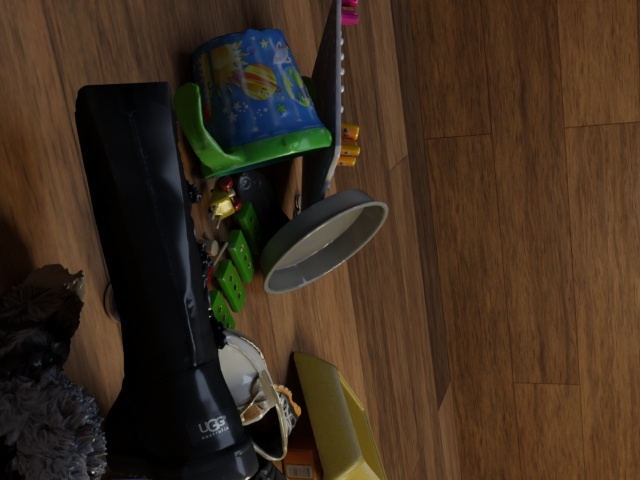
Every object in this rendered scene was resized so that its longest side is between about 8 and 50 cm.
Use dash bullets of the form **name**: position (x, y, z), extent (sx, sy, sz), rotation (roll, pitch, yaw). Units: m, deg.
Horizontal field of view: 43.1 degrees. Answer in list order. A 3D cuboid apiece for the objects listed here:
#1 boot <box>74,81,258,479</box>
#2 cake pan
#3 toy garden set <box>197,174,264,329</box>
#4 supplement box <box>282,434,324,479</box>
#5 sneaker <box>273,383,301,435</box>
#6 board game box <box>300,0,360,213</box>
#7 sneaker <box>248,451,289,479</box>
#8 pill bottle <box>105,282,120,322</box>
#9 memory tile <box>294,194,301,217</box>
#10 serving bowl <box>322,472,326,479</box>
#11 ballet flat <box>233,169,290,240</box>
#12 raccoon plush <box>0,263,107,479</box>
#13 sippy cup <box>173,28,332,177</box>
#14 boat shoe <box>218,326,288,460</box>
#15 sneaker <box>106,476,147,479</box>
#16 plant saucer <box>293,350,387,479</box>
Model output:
- **boot**: position (-0.225, 0.058, 0.995), extent (0.146, 0.367, 0.444), rotation (-17, 92, -31)
- **cake pan**: position (0.000, 0.000, 1.597), extent (0.054, 0.293, 0.293), rotation (55, 13, 18)
- **toy garden set**: position (-0.178, 0.026, 1.443), extent (0.203, 0.049, 0.244), rotation (72, 27, -48)
- **supplement box**: position (-0.025, 0.545, 1.753), extent (0.078, 0.080, 0.233), rotation (-32, 119, -67)
- **sneaker**: position (-0.098, 0.334, 1.587), extent (0.215, 0.084, 0.083), rotation (57, 46, -51)
- **board game box**: position (0.016, -0.235, 1.658), extent (0.390, 0.050, 0.389), rotation (111, -18, -61)
- **sneaker**: position (-0.107, 0.508, 1.445), extent (0.146, 0.105, 0.295), rotation (59, 12, -34)
- **pill bottle**: position (-0.244, 0.086, 1.171), extent (0.067, 0.120, 0.067), rotation (-2, 90, -69)
- **memory tile**: position (-0.030, -0.038, 1.887), extent (0.148, 0.012, 0.113), rotation (36, 55, -63)
- **serving bowl**: position (0.028, 0.528, 1.750), extent (0.083, 0.027, 0.083), rotation (-4, 90, -72)
- **ballet flat**: position (-0.113, -0.061, 1.629), extent (0.084, 0.058, 0.250), rotation (-54, 141, -12)
- **raccoon plush**: position (-0.299, 0.278, 0.928), extent (0.446, 0.216, 0.299), rotation (-71, 162, -49)
- **sippy cup**: position (-0.120, -0.243, 1.417), extent (0.305, 0.240, 0.224), rotation (-105, 180, -86)
- **boat shoe**: position (-0.125, 0.272, 1.421), extent (0.302, 0.113, 0.103), rotation (61, -2, -39)
- **sneaker**: position (-0.228, 0.351, 1.170), extent (0.315, 0.127, 0.182), rotation (31, 24, -55)
- **plant saucer**: position (0.062, 0.438, 1.808), extent (0.332, 0.081, 0.332), rotation (61, 9, -51)
